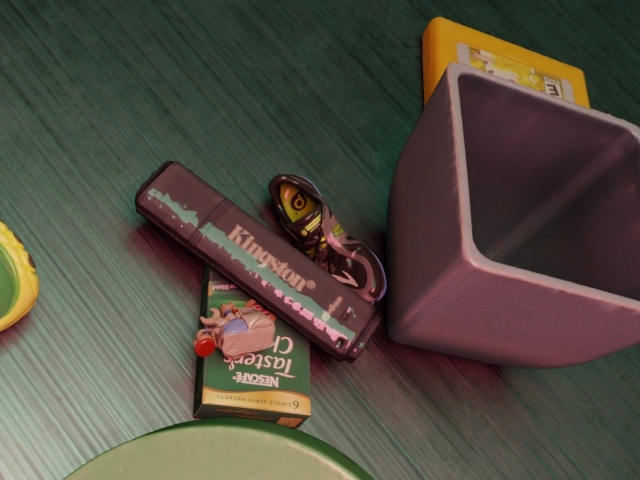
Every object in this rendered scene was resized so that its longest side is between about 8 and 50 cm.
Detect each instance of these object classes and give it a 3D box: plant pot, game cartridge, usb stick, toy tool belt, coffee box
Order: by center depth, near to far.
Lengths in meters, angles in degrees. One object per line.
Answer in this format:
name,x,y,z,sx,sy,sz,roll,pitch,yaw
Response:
toy tool belt,-0.088,0.084,0.716,0.083,0.052,0.051,-7,30,-30
usb stick,-0.064,0.020,0.765,0.278,0.045,0.077,37,50,2
coffee box,-0.067,0.094,0.770,0.113,0.040,0.184,12,55,-18
plant pot,0.188,0.010,0.814,0.247,0.252,0.247,15,54,-18
game cartridge,0.287,-0.167,1.110,0.286,0.052,0.323,14,53,-17

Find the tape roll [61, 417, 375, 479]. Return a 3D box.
tape roll,-0.071,0.287,0.514,0.322,0.077,0.321,0,81,2

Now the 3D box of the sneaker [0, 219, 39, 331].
sneaker,-0.385,-0.019,0.646,0.296,0.109,0.123,37,47,0

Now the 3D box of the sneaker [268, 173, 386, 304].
sneaker,0.000,0.000,0.835,0.188,0.067,0.078,53,14,19
